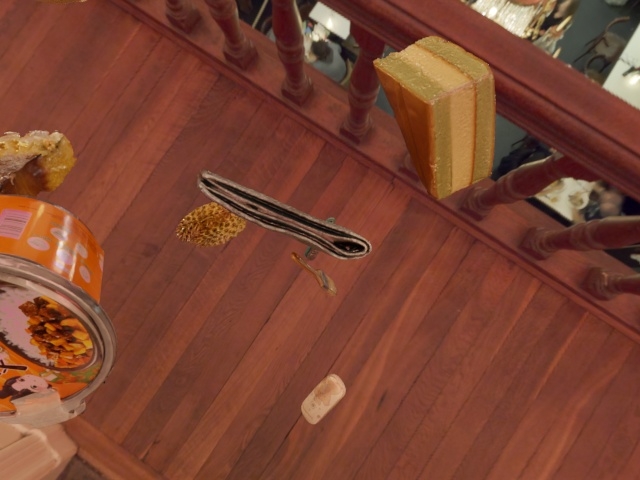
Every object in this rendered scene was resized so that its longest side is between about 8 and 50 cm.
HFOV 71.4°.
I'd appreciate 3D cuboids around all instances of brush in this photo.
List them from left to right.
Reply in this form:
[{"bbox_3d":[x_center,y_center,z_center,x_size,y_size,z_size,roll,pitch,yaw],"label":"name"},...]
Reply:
[{"bbox_3d":[-0.012,0.064,0.872,0.014,0.170,0.043,-27,52,15],"label":"brush"},{"bbox_3d":[0.000,0.000,1.524,0.043,0.032,0.193,14,129,-25],"label":"brush"}]

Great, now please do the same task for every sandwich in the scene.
[{"bbox_3d":[0.172,-0.180,0.669,0.117,0.187,0.144,-25,44,-7],"label":"sandwich"}]

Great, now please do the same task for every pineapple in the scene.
[{"bbox_3d":[-0.416,-0.058,0.543,0.135,0.079,0.233,5,41,3],"label":"pineapple"}]

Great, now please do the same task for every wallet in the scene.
[{"bbox_3d":[-0.080,-0.046,0.780,0.290,0.251,0.054,24,90,-17],"label":"wallet"}]

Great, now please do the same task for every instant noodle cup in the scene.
[{"bbox_3d":[-0.255,0.043,0.362,0.177,0.125,0.208,-2,128,-15],"label":"instant noodle cup"}]

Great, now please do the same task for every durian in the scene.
[{"bbox_3d":[-0.349,-0.049,1.478,0.252,0.139,0.144,-34,91,-13],"label":"durian"}]

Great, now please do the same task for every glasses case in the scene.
[{"bbox_3d":[0.007,0.490,1.372,0.081,0.051,0.204,49,123,25],"label":"glasses case"}]

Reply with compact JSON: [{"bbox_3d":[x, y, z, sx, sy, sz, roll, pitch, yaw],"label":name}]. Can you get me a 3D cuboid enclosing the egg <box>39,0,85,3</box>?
[{"bbox_3d":[-0.399,-0.418,0.615,0.201,0.164,0.164,16,86,-13],"label":"egg"}]
